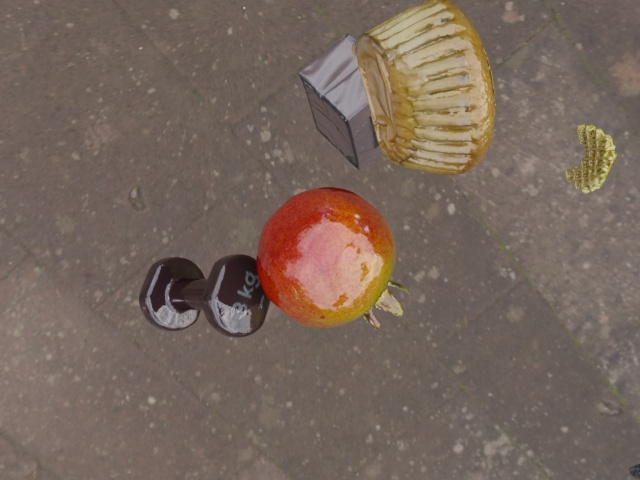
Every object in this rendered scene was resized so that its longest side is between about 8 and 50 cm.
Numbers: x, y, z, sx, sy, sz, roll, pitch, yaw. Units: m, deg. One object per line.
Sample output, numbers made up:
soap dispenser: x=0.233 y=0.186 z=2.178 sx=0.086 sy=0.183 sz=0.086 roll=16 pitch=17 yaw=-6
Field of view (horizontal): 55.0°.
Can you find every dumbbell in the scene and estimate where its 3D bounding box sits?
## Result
dumbbell: x=-0.202 y=0.094 z=1.070 sx=0.124 sy=0.225 sz=0.140 roll=37 pitch=60 yaw=-41

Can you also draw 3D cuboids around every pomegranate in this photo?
pomegranate: x=0.023 y=0.040 z=0.962 sx=0.256 sy=0.221 sz=0.221 roll=36 pitch=103 yaw=-8

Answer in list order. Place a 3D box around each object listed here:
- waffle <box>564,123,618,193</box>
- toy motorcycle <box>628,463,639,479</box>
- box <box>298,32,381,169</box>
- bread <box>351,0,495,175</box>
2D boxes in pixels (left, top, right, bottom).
waffle: x=0.777 y=-0.235 z=1.779 sx=0.051 sy=0.149 sz=0.194 roll=-15 pitch=137 yaw=-24
toy motorcycle: x=0.476 y=0.252 z=0.623 sx=0.182 sy=0.272 sz=0.123 roll=22 pitch=63 yaw=-18
box: x=0.078 y=-0.319 z=1.465 sx=0.153 sy=0.252 sz=0.188 roll=-39 pitch=69 yaw=-6
bread: x=0.142 y=-0.196 z=0.829 sx=0.139 sy=0.240 sz=0.240 roll=-19 pitch=112 yaw=-11
